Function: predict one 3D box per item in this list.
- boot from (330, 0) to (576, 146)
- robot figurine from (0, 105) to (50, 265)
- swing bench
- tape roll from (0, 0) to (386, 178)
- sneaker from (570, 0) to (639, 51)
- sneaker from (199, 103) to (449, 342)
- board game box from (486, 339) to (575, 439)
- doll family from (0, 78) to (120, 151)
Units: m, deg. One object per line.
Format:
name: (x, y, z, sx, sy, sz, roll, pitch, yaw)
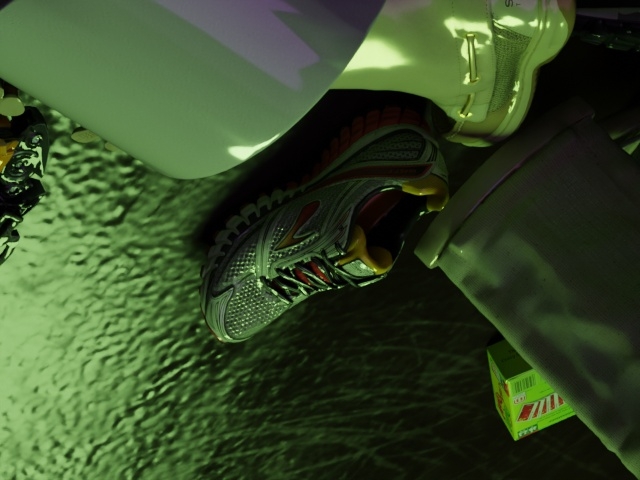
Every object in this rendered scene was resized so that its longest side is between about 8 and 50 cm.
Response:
boot: (0.046, -0.127, 1.307, 0.203, 0.095, 0.262, -4, 166, -9)
robot figurine: (-0.305, -0.008, 1.257, 0.211, 0.085, 0.291, 10, 127, -43)
swing bench: (0.251, 0.028, 1.427, 0.165, 0.253, 0.254, -53, 158, 25)
tape roll: (-0.089, -0.178, 1.066, 0.169, 0.246, 0.246, 31, 114, -32)
sneaker: (0.302, -0.206, 1.407, 0.283, 0.124, 0.107, -3, 176, -1)
sneaker: (0.000, 0.000, 1.437, 0.225, 0.093, 0.088, -43, 138, 17)
board game box: (0.240, 0.100, 1.713, 0.181, 0.043, 0.092, -22, 140, -7)
doll family: (-0.137, -0.126, 1.232, 0.076, 0.111, 0.193, -25, 148, 35)
